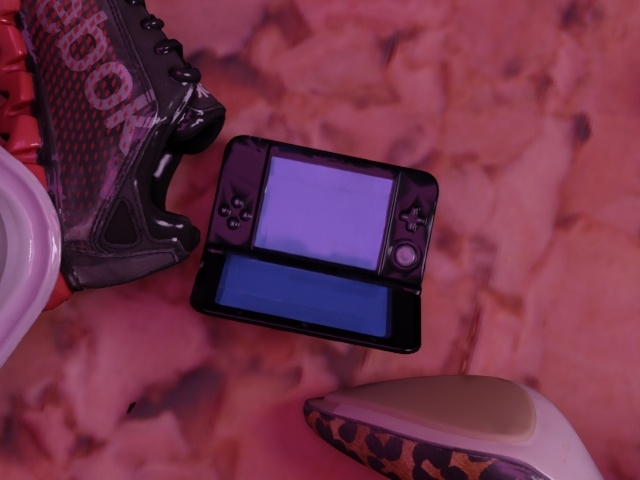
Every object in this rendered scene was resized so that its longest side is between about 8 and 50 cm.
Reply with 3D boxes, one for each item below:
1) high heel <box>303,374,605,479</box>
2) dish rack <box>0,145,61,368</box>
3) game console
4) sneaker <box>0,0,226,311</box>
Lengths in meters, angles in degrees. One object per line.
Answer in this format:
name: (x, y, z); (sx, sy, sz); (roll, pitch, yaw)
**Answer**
high heel: (0.109, 0.173, 0.848); (0.261, 0.093, 0.186); (9, 112, 23)
dish rack: (-0.323, 0.040, 0.826); (0.285, 0.072, 0.333); (38, 99, 13)
game console: (0.000, 0.000, 0.863); (0.122, 0.071, 0.107); (12, 83, -3)
sneaker: (-0.120, -0.101, 0.873); (0.135, 0.097, 0.276); (-5, 84, 1)
